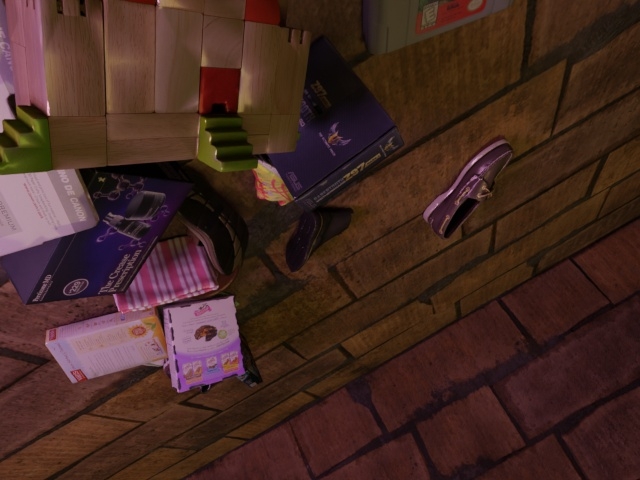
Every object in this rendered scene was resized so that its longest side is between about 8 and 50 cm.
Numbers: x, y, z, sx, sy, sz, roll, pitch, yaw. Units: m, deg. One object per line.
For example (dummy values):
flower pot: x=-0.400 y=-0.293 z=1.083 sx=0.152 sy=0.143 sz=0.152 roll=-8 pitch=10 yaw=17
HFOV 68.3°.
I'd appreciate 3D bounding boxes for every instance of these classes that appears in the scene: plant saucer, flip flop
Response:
plant saucer: x=-0.261 y=0.074 z=1.092 sx=0.198 sy=0.036 sz=0.199 roll=-26 pitch=144 yaw=-20
flip flop: x=-0.231 y=-0.035 z=0.938 sx=0.112 sy=0.080 sz=0.277 roll=-61 pitch=143 yaw=-24

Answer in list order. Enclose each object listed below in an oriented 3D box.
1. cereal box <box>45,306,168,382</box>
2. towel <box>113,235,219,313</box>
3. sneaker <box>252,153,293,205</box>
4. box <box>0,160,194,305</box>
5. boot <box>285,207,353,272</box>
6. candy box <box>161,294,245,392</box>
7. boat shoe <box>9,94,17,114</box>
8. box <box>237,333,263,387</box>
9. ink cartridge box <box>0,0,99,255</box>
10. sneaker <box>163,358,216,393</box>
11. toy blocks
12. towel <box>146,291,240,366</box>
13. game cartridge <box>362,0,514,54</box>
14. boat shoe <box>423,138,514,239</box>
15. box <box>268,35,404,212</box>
cereal box: x=-0.492 y=0.245 z=1.119 sx=0.240 sy=0.047 sz=0.173 roll=-12 pitch=135 yaw=-14
towel: x=-0.316 y=0.059 z=0.942 sx=0.196 sy=0.144 sz=0.029 roll=-14 pitch=148 yaw=-27
sneaker: x=-0.098 y=-0.118 z=0.926 sx=0.094 sy=0.082 sz=0.208 roll=-35 pitch=150 yaw=14
box: x=-0.354 y=-0.029 z=0.756 sx=0.261 sy=0.103 sz=0.184 roll=-51 pitch=155 yaw=21
boot: x=0.000 y=0.000 z=1.201 sx=0.137 sy=0.077 sz=0.198 roll=-11 pitch=147 yaw=-38
candy box: x=-0.282 y=0.242 z=1.138 sx=0.164 sy=0.197 sz=0.070 roll=-8 pitch=179 yaw=-31
boat shoe: x=-0.390 y=-0.188 z=0.607 sx=0.135 sy=0.050 sz=0.045 roll=1 pitch=123 yaw=-41
box: x=-0.247 y=0.331 z=1.397 sx=0.044 sy=0.159 sz=0.233 roll=-26 pitch=150 yaw=-5
ink cartridge box: x=-0.429 y=-0.125 z=0.505 sx=0.271 sy=0.130 sz=0.310 roll=-18 pitch=132 yaw=-19
sneaker: x=-0.346 y=0.357 z=1.272 sx=0.106 sy=0.163 sz=0.281 roll=-7 pitch=142 yaw=-33
toy blocks: x=-0.147 y=-0.223 z=0.485 sx=0.381 sy=0.190 sz=0.261 roll=-15 pitch=124 yaw=-42
towel: x=-0.400 y=0.229 z=1.234 sx=0.324 sy=0.038 sz=0.247 roll=-38 pitch=148 yaw=15
game cartridge: x=0.204 y=-0.429 z=0.744 sx=0.294 sy=0.060 sz=0.196 roll=-24 pitch=146 yaw=-9
boat shoe: x=0.427 y=-0.137 z=1.328 sx=0.116 sy=0.097 sz=0.324 roll=4 pitch=136 yaw=-44
box: x=-0.006 y=-0.187 z=0.746 sx=0.183 sy=0.233 sz=0.059 roll=-34 pitch=153 yaw=9
